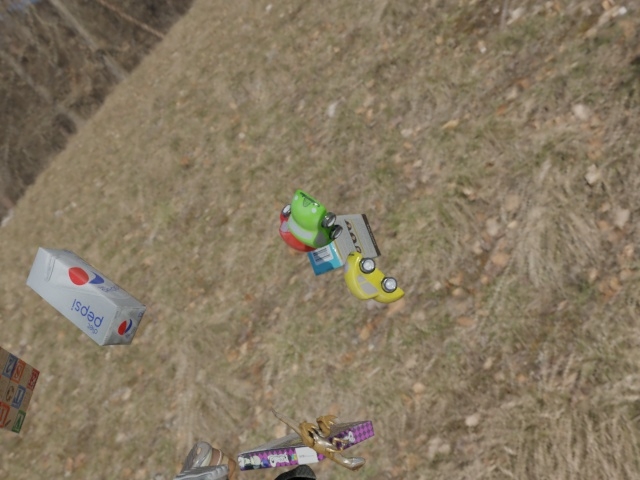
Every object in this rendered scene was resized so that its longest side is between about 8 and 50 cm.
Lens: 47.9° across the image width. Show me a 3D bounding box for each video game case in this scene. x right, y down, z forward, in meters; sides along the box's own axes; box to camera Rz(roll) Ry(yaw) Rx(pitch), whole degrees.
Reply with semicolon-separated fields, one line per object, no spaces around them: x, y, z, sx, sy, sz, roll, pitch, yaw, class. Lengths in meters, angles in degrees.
-0.028;0.446;1.574;0.210;0.041;0.232;-18;-10;32;video game case

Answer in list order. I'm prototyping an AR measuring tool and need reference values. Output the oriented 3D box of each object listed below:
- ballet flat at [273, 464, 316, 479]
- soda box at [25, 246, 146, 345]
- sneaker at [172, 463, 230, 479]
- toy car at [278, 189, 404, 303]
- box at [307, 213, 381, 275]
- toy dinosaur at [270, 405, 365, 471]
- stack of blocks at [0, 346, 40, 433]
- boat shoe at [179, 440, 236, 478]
-0.076;0.600;1.776;0.173;0.049;0.057;-15;-53;-49;ballet flat
-0.518;0.119;1.583;0.091;0.286;0.098;10;-73;-59;soda box
-0.206;0.417;1.070;0.105;0.115;0.281;-15;-8;23;sneaker
0.000;0.000;1.000;0.053;0.239;0.225;-51;-25;-7;toy car
0.044;0.004;1.449;0.060;0.100;0.244;-23;-6;22;box
-0.019;0.348;1.290;0.064;0.211;0.112;-43;-24;-38;toy dinosaur
-0.624;0.280;1.305;0.297;0.087;0.171;94;-172;-68;stack of blocks
-0.303;0.619;1.708;0.324;0.116;0.123;-57;19;25;boat shoe
